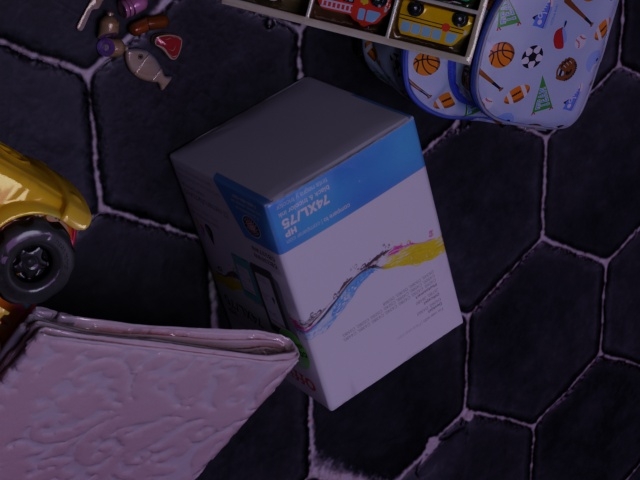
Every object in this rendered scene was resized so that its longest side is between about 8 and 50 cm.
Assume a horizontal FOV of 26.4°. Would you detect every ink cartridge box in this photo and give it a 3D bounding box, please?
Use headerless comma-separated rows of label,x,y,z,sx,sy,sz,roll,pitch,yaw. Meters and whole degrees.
ink cartridge box,0.000,0.000,1.488,0.197,0.198,0.270,-32,124,-23

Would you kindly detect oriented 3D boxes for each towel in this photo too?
towel,-0.229,0.195,1.402,0.317,0.053,0.332,12,132,-40

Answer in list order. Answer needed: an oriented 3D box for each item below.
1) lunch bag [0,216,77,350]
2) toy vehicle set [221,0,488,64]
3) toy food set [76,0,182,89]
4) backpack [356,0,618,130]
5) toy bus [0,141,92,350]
lunch bag,-0.396,0.011,1.248,0.293,0.120,0.258,36,86,-41
toy vehicle set,0.047,-0.292,1.397,0.267,0.035,0.166,14,102,4
toy food set,-0.183,-0.209,1.381,0.122,0.019,0.078,29,90,-40
backpack,0.186,-0.244,1.532,0.263,0.213,0.276,2,110,-26
toy bus,-0.333,-0.003,1.116,0.220,0.149,0.211,-52,131,0
